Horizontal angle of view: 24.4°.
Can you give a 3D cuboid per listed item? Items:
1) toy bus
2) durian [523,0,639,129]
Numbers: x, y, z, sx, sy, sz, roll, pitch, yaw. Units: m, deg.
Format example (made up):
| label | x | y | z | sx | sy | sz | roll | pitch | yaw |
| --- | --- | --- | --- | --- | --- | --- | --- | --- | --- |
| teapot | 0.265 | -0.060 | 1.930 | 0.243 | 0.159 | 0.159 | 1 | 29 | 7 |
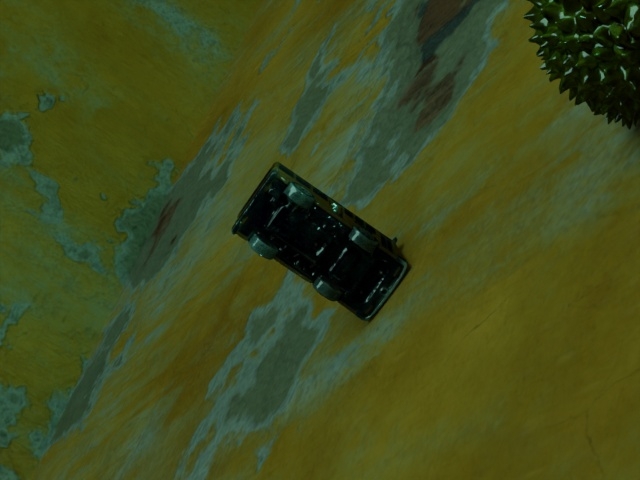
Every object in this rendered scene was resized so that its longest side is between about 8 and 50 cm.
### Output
| label | x | y | z | sx | sy | sz | roll | pitch | yaw |
| --- | --- | --- | --- | --- | --- | --- | --- | --- | --- |
| toy bus | 0.000 | 0.000 | 1.634 | 0.091 | 0.182 | 0.103 | -54 | 8 | 11 |
| durian | 0.275 | -0.197 | 1.234 | 0.237 | 0.176 | 0.200 | -7 | 71 | 55 |
